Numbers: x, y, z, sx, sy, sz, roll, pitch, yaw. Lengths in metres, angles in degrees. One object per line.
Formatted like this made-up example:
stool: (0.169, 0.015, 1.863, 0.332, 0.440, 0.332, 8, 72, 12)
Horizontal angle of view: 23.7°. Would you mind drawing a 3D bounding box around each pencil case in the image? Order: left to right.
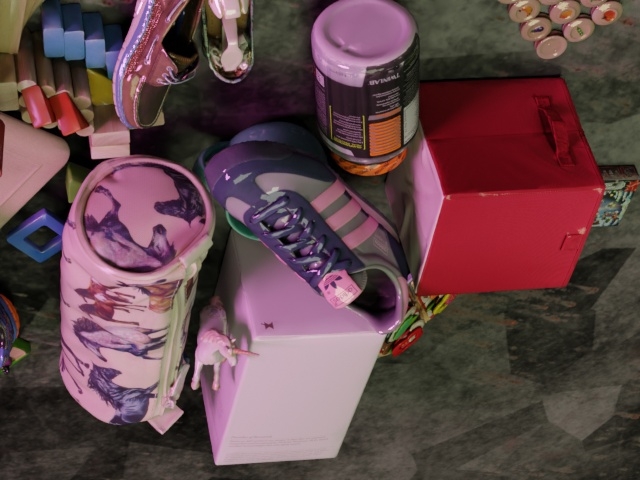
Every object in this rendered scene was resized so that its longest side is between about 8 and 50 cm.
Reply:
pencil case: (-0.218, 0.069, 1.811, 0.183, 0.160, 0.410, 32, 148, 9)

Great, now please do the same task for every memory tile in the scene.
memory tile: (0.267, -0.266, 1.703, 0.113, 0.012, 0.148, -28, 141, 18)

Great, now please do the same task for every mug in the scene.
mug: (-0.061, -0.082, 1.764, 0.129, 0.097, 0.158, -26, 141, 16)

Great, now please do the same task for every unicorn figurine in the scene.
unicorn figurine: (-0.128, 0.128, 1.857, 0.060, 0.162, 0.111, -3, 130, -17)

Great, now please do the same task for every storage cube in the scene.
storage cube: (0.199, -0.061, 1.802, 0.193, 0.184, 0.215, -3, 142, -13)

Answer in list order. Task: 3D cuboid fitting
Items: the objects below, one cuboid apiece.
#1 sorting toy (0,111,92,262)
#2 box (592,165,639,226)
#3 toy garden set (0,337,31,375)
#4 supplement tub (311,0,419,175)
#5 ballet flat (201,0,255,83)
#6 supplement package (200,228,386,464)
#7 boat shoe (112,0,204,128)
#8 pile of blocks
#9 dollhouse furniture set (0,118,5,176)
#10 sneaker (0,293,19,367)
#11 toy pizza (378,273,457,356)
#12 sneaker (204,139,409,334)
sorting toy: (-0.407, -0.081, 1.701, 0.347, 0.047, 0.196, 23, 126, -38)
box: (0.335, -0.056, 1.981, 0.137, 0.027, 0.094, -2, 140, -15)
toy garden set: (-0.530, 0.158, 1.962, 0.204, 0.049, 0.244, -34, 138, 24)
supplement tub: (0.051, -0.165, 1.678, 0.117, 0.117, 0.190, -10, 143, -5)
ballet flat: (-0.093, -0.237, 1.584, 0.070, 0.070, 0.188, -10, 142, -5)
supplement package: (-0.044, 0.139, 1.986, 0.175, 0.177, 0.293, -1, 142, -16)
boat shoe: (-0.162, -0.190, 1.564, 0.066, 0.066, 0.183, -22, 135, -50)
pile of blocks: (-0.291, -0.181, 1.554, 0.362, 0.113, 0.149, 20, 131, -37)
dollhouse furniture set: (-0.444, -0.016, 1.563, 0.201, 0.152, 0.374, 19, 142, -23)
sneaker: (-0.428, 0.074, 1.847, 0.083, 0.087, 0.221, -24, 132, 9)
toy pizza: (0.133, 0.087, 2.012, 0.201, 0.032, 0.201, -40, 160, -18)
sneaker: (0.000, 0.000, 1.697, 0.112, 0.131, 0.319, -34, 138, 25)
